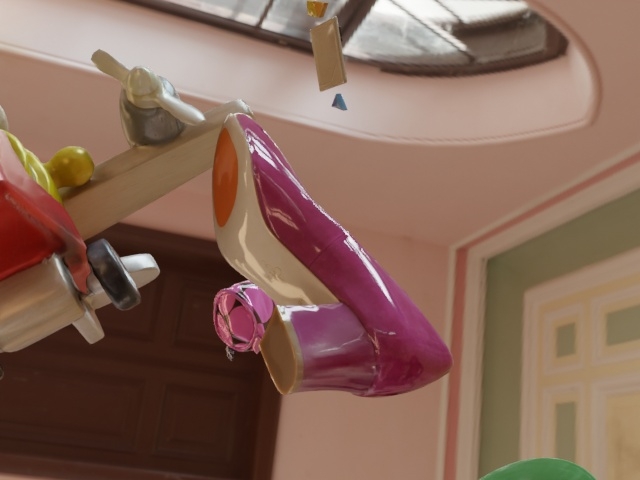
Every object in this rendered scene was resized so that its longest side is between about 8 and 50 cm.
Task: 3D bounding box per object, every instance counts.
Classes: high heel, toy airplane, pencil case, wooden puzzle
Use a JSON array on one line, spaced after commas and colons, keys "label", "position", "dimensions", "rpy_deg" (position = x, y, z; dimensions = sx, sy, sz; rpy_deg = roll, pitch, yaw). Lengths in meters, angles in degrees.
[{"label": "high heel", "position": [0.000, 0.000, 0.546], "dimensions": [0.082, 0.117, 0.244], "rpy_deg": [-66, -145, 36]}, {"label": "toy airplane", "position": [-0.290, -0.021, 0.758], "dimensions": [0.384, 0.386, 0.273], "rpy_deg": [-30, -91, 34]}, {"label": "pencil case", "position": [-0.052, 0.094, 1.112], "dimensions": [0.098, 0.209, 0.095], "rpy_deg": [33, -59, 29]}, {"label": "wooden puzzle", "position": [0.010, -0.195, 0.826], "dimensions": [0.078, 0.014, 0.117], "rpy_deg": [-158, -121, -66]}]

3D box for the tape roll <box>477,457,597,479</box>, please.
[{"label": "tape roll", "position": [0.251, 0.430, 1.018], "dimensions": [0.321, 0.077, 0.321], "rpy_deg": [-38, -165, 12]}]
